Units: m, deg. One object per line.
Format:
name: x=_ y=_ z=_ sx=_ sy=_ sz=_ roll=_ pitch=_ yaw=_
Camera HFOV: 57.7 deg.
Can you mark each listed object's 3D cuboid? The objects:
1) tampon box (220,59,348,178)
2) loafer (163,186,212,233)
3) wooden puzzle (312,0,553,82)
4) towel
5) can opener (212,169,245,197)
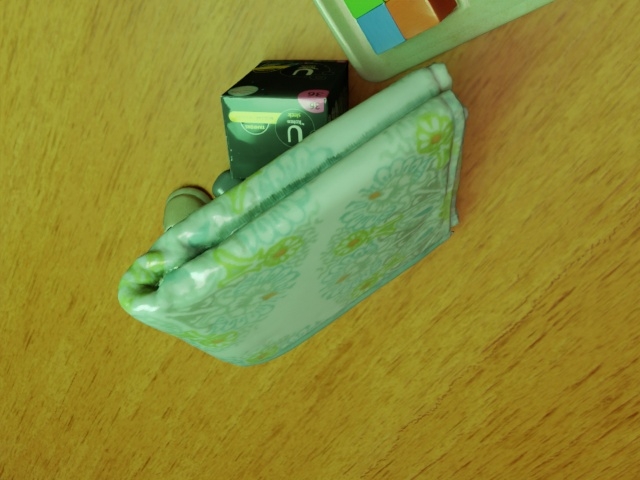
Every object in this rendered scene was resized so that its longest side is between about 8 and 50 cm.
tampon box: x=-0.034 y=-0.150 z=0.705 sx=0.120 sy=0.161 sz=0.102 roll=3 pitch=120 yaw=10
loafer: x=-0.167 y=0.051 z=0.894 sx=0.101 sy=0.092 sz=0.269 roll=-19 pitch=114 yaw=22
wooden puzzle: x=0.087 y=-0.336 z=0.553 sx=0.347 sy=0.080 sz=0.322 roll=-15 pitch=118 yaw=46
towel: x=0.000 y=0.000 z=0.660 sx=0.374 sy=0.090 sz=0.320 roll=-35 pitch=155 yaw=-4
can opener: x=-0.021 y=-0.022 z=0.846 sx=0.283 sy=0.076 sz=0.095 roll=38 pitch=89 yaw=-10
